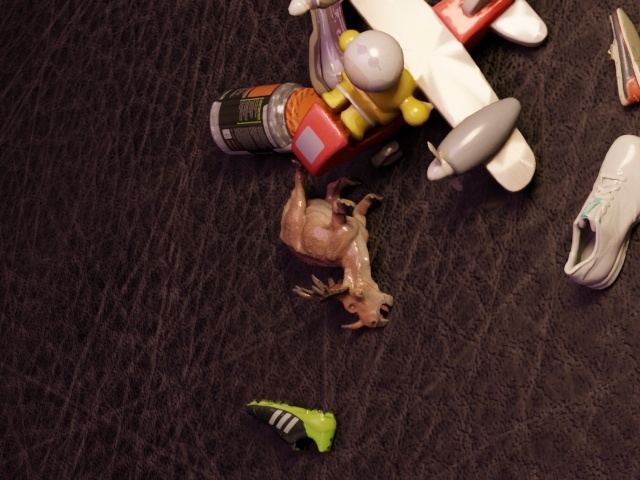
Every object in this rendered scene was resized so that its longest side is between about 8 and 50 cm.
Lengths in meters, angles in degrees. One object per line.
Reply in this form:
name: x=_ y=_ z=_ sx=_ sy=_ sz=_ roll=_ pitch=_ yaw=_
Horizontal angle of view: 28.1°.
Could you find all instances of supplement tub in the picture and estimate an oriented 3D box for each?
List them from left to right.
supplement tub: x=-0.084 y=-0.202 z=2.132 sx=0.190 sy=0.117 sz=0.117 roll=1 pitch=81 yaw=42

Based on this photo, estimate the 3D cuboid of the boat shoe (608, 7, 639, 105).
boat shoe: x=0.415 y=-0.251 z=1.744 sx=0.043 sy=0.049 sz=0.137 roll=-25 pitch=69 yaw=38

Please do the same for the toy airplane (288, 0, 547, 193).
toy airplane: x=0.133 y=-0.266 z=1.842 sx=0.386 sy=0.272 sz=0.385 roll=8 pitch=98 yaw=24

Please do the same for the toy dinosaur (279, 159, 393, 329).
toy dinosaur: x=0.000 y=0.000 z=2.012 sx=0.295 sy=0.127 sz=0.200 roll=40 pitch=114 yaw=46

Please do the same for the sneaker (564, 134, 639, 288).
sneaker: x=0.378 y=-0.042 z=1.694 sx=0.080 sy=0.094 sz=0.212 roll=16 pitch=91 yaw=44

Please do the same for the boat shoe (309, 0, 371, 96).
boat shoe: x=0.041 y=-0.387 z=2.076 sx=0.103 sy=0.113 sz=0.302 roll=-9 pitch=85 yaw=39

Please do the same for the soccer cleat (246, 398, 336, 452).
soccer cleat: x=-0.052 y=0.294 z=2.028 sx=0.178 sy=0.060 sz=0.072 roll=6 pitch=86 yaw=40
